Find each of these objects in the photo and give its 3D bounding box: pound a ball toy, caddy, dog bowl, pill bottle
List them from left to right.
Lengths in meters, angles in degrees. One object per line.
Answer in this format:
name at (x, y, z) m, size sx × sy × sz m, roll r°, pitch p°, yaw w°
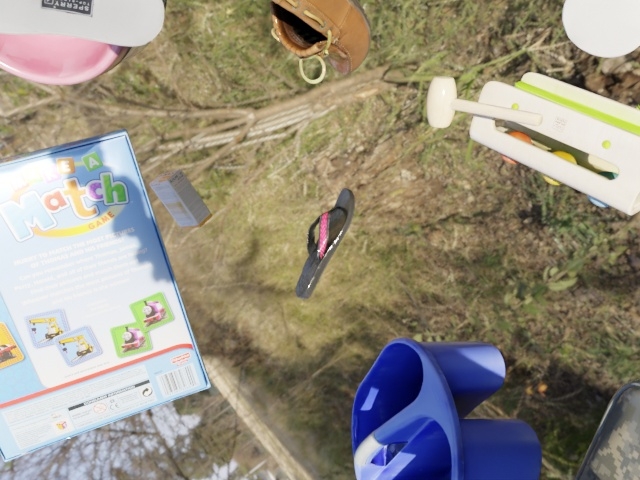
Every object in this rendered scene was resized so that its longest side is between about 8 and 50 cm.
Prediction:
dog bowl at (-0.490, -0.460, 0.974) m, size 0.150 × 0.407 × 0.408 m, roll -84°, pitch -20°, yaw -45°
caddy at (0.137, 0.281, 0.770) m, size 0.341 × 0.179 × 0.241 m, roll 110°, pitch 154°, yaw -47°
pound a ball toy at (0.331, -0.147, 0.833) m, size 0.319 × 0.208 × 0.136 m, roll 36°, pitch 133°, yaw 36°
pill bottle at (0.524, -0.438, 0.901) m, size 0.160 × 0.283 × 0.160 m, roll 37°, pitch 161°, yaw 15°

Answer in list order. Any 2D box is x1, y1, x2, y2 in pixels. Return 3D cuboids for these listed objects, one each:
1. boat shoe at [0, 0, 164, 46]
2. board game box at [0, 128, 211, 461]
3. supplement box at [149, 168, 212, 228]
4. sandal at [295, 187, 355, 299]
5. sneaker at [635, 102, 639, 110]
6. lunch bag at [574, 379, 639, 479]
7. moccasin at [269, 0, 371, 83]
boat shoe at (-0.280, -0.243, 0.519) m, size 0.258 × 0.095 × 0.084 m, roll 2°, pitch -147°, yaw -47°
board game box at (-0.188, 0.041, 0.409) m, size 0.039 × 0.160 × 0.212 m, roll -137°, pitch 32°, yaw -65°
supplement box at (-0.236, -0.069, 0.940) m, size 0.062 × 0.036 × 0.098 m, roll -1°, pitch 128°, yaw 44°
sandal at (0.000, 0.000, 0.819) m, size 0.040 × 0.179 × 0.067 m, roll 28°, pitch 175°, yaw -18°
sneaker at (0.719, -0.213, 1.143) m, size 0.385 × 0.147 × 0.145 m, roll 100°, pitch 148°, yaw -68°
lunch bag at (0.417, 0.311, 0.572) m, size 0.212 × 0.256 × 0.305 m, roll -134°, pitch 55°, yaw -64°
moccasin at (-0.016, -0.335, 0.835) m, size 0.139 × 0.147 × 0.380 m, roll 41°, pitch -173°, yaw 10°
